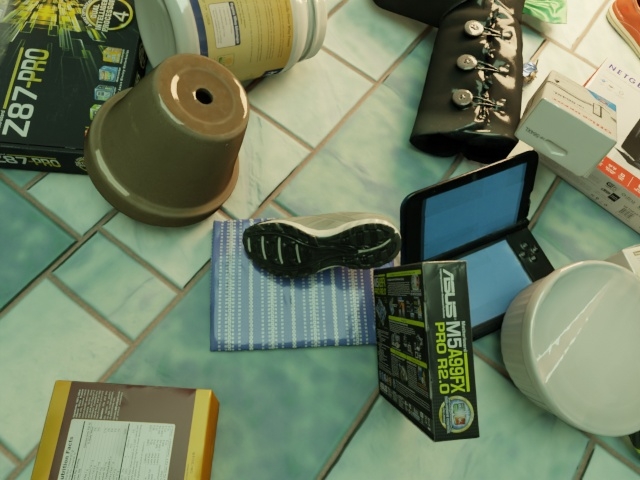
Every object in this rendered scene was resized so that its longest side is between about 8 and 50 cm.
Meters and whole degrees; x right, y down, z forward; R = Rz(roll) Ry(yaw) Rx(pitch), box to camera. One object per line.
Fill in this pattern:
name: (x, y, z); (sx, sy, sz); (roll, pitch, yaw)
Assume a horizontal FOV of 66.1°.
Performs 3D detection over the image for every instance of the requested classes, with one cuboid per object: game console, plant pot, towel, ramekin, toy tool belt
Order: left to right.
plant pot: (-0.231, -0.179, 0.808); (0.263, 0.229, 0.263); (13, 64, -28)
towel: (-0.026, 0.071, 0.885); (0.336, 0.040, 0.243); (-1, 69, -7)
game console: (0.299, 0.020, 0.871); (0.293, 0.173, 0.250); (-21, 71, -15)
toy tool belt: (0.472, -0.383, 1.134); (0.052, 0.051, 0.083); (41, 68, 10)
ramekin: (0.431, 0.174, 0.823); (0.273, 0.127, 0.273); (2, 81, -12)

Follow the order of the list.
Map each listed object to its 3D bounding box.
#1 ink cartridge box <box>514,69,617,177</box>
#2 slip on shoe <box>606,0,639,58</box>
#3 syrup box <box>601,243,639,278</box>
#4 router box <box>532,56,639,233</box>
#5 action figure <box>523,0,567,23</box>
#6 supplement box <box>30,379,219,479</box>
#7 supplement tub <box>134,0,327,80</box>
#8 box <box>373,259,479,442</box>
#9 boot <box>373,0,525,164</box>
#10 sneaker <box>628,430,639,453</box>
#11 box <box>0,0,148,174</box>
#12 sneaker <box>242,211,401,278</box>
ink cartridge box: (0.460, -0.223, 0.915); (0.148, 0.086, 0.203); (33, 41, 6)
slip on shoe: (0.855, -0.498, 1.211); (0.123, 0.101, 0.331); (-27, 74, -20)
syrup box: (0.618, 0.129, 0.911); (0.096, 0.093, 0.237); (-12, 69, -12)
router box: (0.678, -0.200, 1.067); (0.335, 0.082, 0.301); (38, 67, 9)
action figure: (0.485, -0.592, 1.221); (0.232, 0.063, 0.137); (6, 67, 2)
supplement box: (-0.248, 0.275, 0.674); (0.194, 0.191, 0.129); (6, 66, -6)
supplement tub: (-0.168, -0.427, 0.954); (0.316, 0.228, 0.228); (-22, 71, -29)
box: (0.140, 0.142, 0.716); (0.060, 0.270, 0.216); (-1, 84, -7)
boot: (0.252, -0.398, 1.072); (0.367, 0.146, 0.445); (7, 78, 18)
sneaker: (0.699, 0.338, 0.831); (0.385, 0.145, 0.147); (17, 35, 2)
box: (-0.513, -0.322, 0.948); (0.318, 0.097, 0.395); (4, 68, -5)
sneaker: (0.000, 0.000, 0.851); (0.271, 0.108, 0.100); (-2, 111, 6)
